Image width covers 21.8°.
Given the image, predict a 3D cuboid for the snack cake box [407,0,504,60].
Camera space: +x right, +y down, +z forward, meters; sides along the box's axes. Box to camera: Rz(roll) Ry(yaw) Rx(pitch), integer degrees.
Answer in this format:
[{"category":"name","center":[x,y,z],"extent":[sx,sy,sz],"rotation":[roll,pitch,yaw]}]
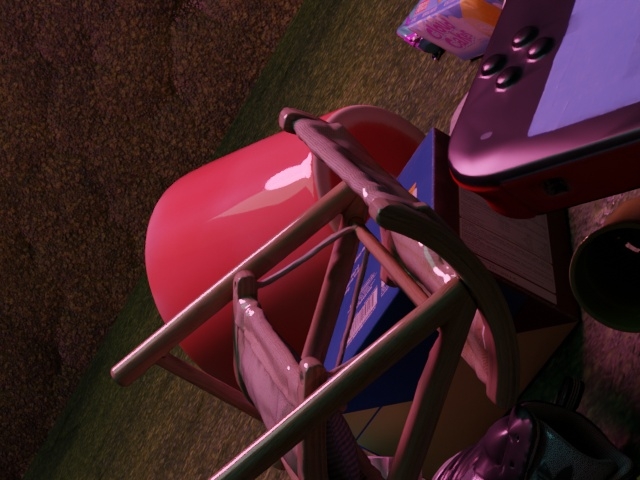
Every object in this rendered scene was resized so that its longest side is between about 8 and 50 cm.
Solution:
[{"category":"snack cake box","center":[0.204,-0.302,1.865],"extent":[0.152,0.089,0.264],"rotation":[-64,12,-8]}]

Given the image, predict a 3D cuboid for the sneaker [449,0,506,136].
[{"category":"sneaker","center":[0.198,-0.132,1.478],"extent":[0.122,0.110,0.283],"rotation":[-85,11,-46]}]

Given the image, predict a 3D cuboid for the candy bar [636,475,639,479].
[{"category":"candy bar","center":[0.187,0.198,0.966],"extent":[0.040,0.018,0.161],"rotation":[-50,16,49]}]

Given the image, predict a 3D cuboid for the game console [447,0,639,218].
[{"category":"game console","center":[0.267,-0.184,1.072],"extent":[0.387,0.060,0.342],"rotation":[-16,43,42]}]

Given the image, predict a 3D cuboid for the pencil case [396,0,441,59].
[{"category":"pencil case","center":[0.162,-0.308,2.121],"extent":[0.151,0.064,0.070],"rotation":[-55,-3,32]}]

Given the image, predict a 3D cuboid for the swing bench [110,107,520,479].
[{"category":"swing bench","center":[0.006,0.072,1.133],"extent":[0.254,0.165,0.253],"rotation":[-56,22,8]}]

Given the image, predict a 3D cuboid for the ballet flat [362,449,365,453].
[{"category":"ballet flat","center":[-0.001,0.211,1.645],"extent":[0.084,0.058,0.250],"rotation":[-60,12,12]}]

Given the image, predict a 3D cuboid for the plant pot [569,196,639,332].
[{"category":"plant pot","center":[0.219,0.008,1.142],"extent":[0.083,0.083,0.079],"rotation":[-54,2,33]}]

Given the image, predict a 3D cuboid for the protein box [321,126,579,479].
[{"category":"protein box","center":[0.099,0.053,1.384],"extent":[0.200,0.136,0.201],"rotation":[-56,13,28]}]

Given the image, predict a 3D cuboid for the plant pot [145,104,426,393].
[{"category":"plant pot","center":[0.000,0.000,1.687],"extent":[0.243,0.275,0.275],"rotation":[-34,29,44]}]

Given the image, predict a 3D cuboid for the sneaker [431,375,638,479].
[{"category":"sneaker","center":[0.120,0.196,1.041],"extent":[0.153,0.101,0.268],"rotation":[-57,10,36]}]

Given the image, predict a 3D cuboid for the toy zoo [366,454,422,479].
[{"category":"toy zoo","center":[0.028,0.264,1.302],"extent":[0.293,0.030,0.192],"rotation":[161,114,-74]}]
